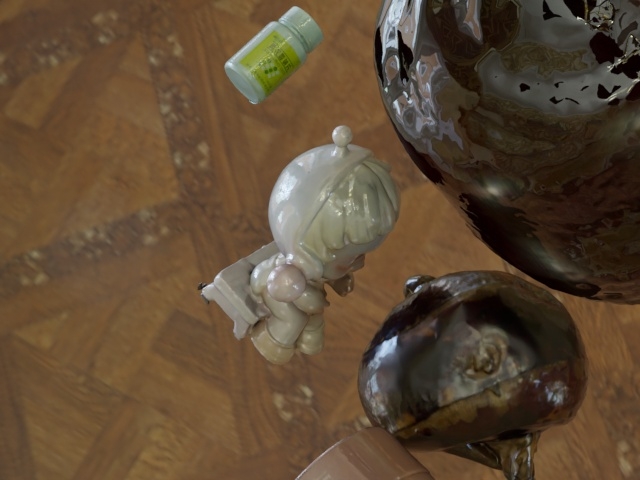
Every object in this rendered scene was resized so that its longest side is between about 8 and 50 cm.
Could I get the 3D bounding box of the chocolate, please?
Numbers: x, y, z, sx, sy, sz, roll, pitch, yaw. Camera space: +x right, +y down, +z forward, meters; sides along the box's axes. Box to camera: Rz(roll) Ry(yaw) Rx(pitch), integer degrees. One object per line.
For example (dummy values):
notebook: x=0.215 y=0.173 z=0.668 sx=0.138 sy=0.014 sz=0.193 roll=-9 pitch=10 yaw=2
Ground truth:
chocolate: x=0.225 y=-0.167 z=1.251 sx=0.384 sy=0.331 sz=0.383 roll=-16 pitch=54 yaw=23

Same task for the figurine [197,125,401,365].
figurine: x=-0.003 y=-0.008 z=1.482 sx=0.256 sy=0.182 sz=0.144 roll=-53 pitch=57 yaw=38

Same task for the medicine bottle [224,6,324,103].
medicine bottle: x=-0.040 y=-0.161 z=1.303 sx=0.083 sy=0.047 sz=0.047 roll=-44 pitch=61 yaw=-12

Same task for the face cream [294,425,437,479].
face cream: x=0.039 y=0.252 z=1.329 sx=0.149 sy=0.149 sz=0.104 roll=-44 pitch=64 yaw=-3

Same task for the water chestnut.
water chestnut: x=0.155 y=0.138 z=1.462 sx=0.224 sy=0.224 sz=0.238 roll=-15 pitch=81 yaw=12
